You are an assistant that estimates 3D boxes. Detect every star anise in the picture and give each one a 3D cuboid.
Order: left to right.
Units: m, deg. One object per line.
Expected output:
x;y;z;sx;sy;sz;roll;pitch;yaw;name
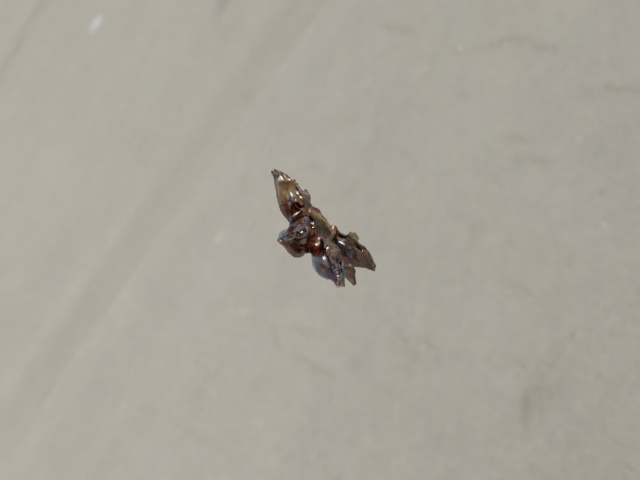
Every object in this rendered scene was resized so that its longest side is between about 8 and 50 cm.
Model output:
-0.003;0.002;2.212;0.053;0.212;0.157;-30;24;22;star anise
